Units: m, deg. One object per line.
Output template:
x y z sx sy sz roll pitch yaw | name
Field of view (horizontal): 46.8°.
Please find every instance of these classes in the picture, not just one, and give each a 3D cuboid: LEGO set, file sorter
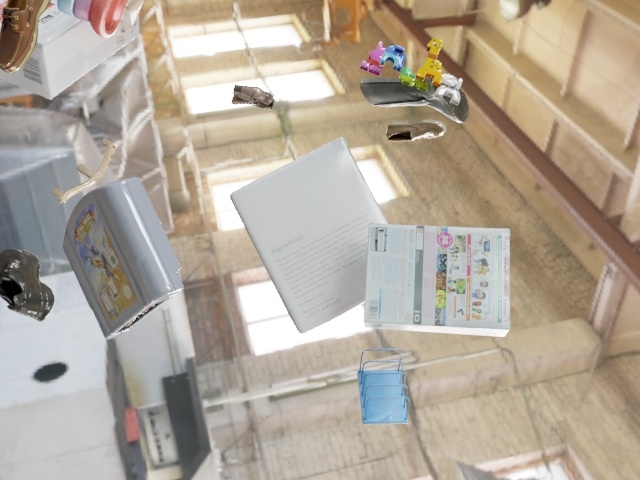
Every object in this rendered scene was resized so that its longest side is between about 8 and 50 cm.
0.209 -0.382 1.568 0.087 0.227 0.093 102 10 -80 | LEGO set
0.164 0.377 1.925 0.170 0.118 0.105 -94 -175 -49 | file sorter

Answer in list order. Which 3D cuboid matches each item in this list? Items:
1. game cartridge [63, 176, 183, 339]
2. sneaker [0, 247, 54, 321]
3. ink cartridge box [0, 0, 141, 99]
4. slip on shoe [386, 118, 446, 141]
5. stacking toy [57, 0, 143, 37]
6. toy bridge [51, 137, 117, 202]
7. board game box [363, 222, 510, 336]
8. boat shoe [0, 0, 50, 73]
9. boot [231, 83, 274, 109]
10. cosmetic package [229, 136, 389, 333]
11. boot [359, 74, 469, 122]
-0.310 0.027 1.120 0.297 0.062 0.198 -33 -95 54 | game cartridge
-0.840 0.105 2.040 0.286 0.130 0.109 41 -79 38 | sneaker
-0.576 -0.463 1.540 0.309 0.271 0.130 -55 163 -42 | ink cartridge box
0.213 -0.243 1.660 0.051 0.135 0.041 69 33 -51 | slip on shoe
-0.389 -0.551 1.396 0.309 0.130 0.279 -60 -171 11 | stacking toy
-0.545 -0.157 1.733 0.063 0.188 0.026 30 -19 28 | toy bridge
0.250 0.084 1.593 0.097 0.303 0.224 72 22 -71 | board game box
-0.507 -0.370 1.235 0.178 0.064 0.060 -69 160 0 | boat shoe
-0.139 -0.291 1.530 0.118 0.086 0.042 177 -70 -84 | boot
0.000 0.000 1.944 0.394 0.327 0.329 62 -3 4 | cosmetic package
0.220 -0.330 1.734 0.208 0.189 0.076 -4 -123 45 | boot
